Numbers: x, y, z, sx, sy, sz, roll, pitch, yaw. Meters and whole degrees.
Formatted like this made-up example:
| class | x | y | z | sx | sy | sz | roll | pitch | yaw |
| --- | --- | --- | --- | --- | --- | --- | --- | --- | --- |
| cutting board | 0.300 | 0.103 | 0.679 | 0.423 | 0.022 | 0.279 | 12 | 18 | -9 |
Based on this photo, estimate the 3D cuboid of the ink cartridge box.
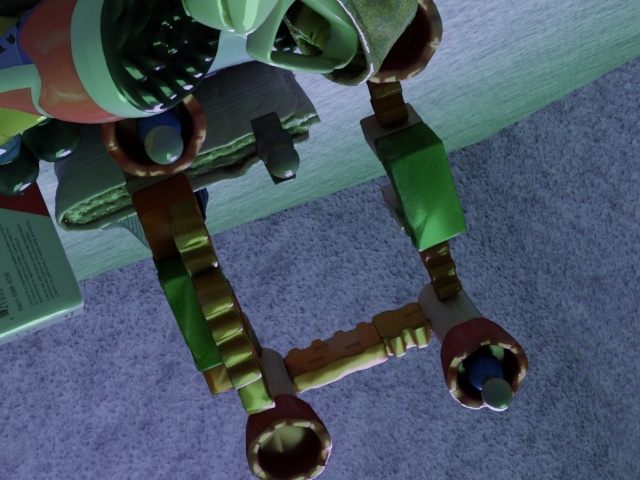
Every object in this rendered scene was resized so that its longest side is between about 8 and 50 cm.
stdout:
| class | x | y | z | sx | sy | sz | roll | pitch | yaw |
| --- | --- | --- | --- | --- | --- | --- | --- | --- | --- |
| ink cartridge box | -0.398 | 0.029 | 1.107 | 0.273 | 0.197 | 0.114 | -22 | 177 | -15 |

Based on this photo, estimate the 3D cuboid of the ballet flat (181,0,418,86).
| class | x | y | z | sx | sy | sz | roll | pitch | yaw |
| --- | --- | --- | --- | --- | --- | --- | --- | --- | --- |
| ballet flat | -0.024 | -0.163 | 0.666 | 0.106 | 0.107 | 0.316 | -63 | 152 | 3 |

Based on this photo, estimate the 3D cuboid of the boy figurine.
| class | x | y | z | sx | sy | sz | roll | pitch | yaw |
| --- | --- | --- | --- | --- | --- | --- | --- | --- | --- |
| boy figurine | -0.223 | -0.112 | 0.845 | 0.177 | 0.092 | 0.285 | -41 | -174 | -17 |

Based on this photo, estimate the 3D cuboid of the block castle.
| class | x | y | z | sx | sy | sz | roll | pitch | yaw |
| --- | --- | --- | --- | --- | --- | --- | --- | --- | --- |
| block castle | 0.000 | 0.000 | 1.034 | 0.303 | 0.453 | 0.213 | -21 | -149 | -3 |

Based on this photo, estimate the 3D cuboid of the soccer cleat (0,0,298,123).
| class | x | y | z | sx | sy | sz | roll | pitch | yaw |
| --- | --- | --- | --- | --- | --- | --- | --- | --- | --- |
| soccer cleat | -0.100 | -0.155 | 0.754 | 0.116 | 0.108 | 0.318 | -4 | -159 | 25 |

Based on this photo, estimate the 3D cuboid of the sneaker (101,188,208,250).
| class | x | y | z | sx | sy | sz | roll | pitch | yaw |
| --- | --- | --- | --- | --- | --- | --- | --- | --- | --- |
| sneaker | -0.193 | -0.070 | 1.335 | 0.127 | 0.126 | 0.321 | -26 | -161 | -22 |

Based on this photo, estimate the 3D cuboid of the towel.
| class | x | y | z | sx | sy | sz | roll | pitch | yaw |
| --- | --- | --- | --- | --- | --- | --- | --- | --- | --- |
| towel | -0.146 | -0.107 | 1.171 | 0.282 | 0.049 | 0.187 | -21 | -149 | -2 |
